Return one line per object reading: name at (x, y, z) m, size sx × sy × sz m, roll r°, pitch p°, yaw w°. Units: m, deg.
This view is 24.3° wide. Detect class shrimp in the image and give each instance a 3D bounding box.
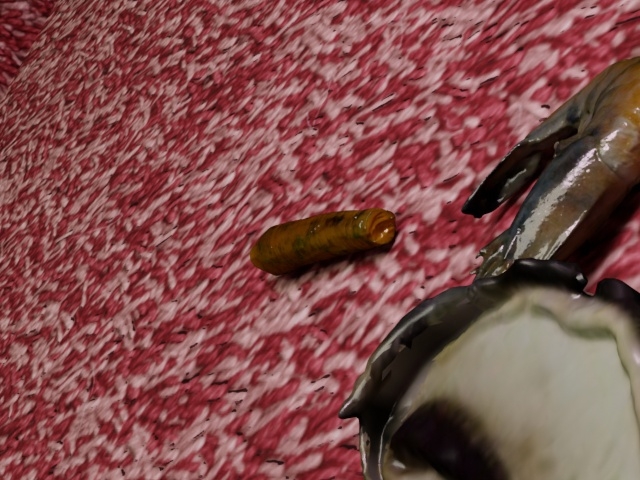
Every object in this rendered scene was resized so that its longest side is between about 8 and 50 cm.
shrimp at (0.139, -0.030, 0.926) m, size 0.217 × 0.051 × 0.150 m, roll -51°, pitch 19°, yaw -9°

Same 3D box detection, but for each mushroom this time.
mushroom at (0.101, 0.158, 0.650) m, size 0.247 × 0.130 × 0.344 m, roll -51°, pitch 21°, yaw 15°

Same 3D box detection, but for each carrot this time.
carrot at (0.000, 0.000, 1.159) m, size 0.170 × 0.042 × 0.042 m, roll -12°, pitch 48°, yaw 56°
